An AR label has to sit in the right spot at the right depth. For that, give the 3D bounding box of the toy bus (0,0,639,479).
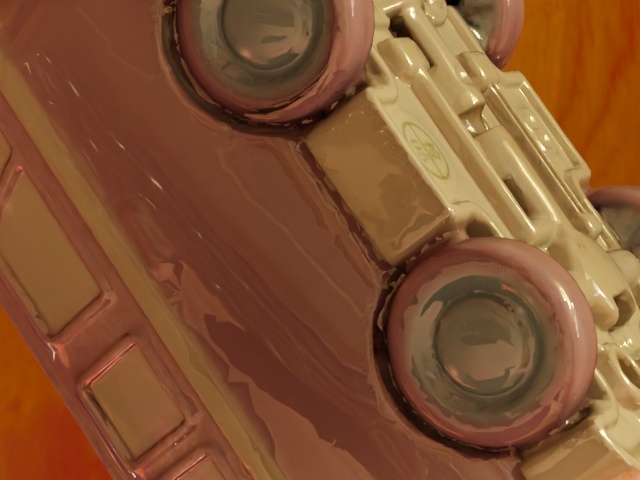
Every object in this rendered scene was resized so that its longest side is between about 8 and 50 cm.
[{"bbox_3d":[0.000,0.000,0.516,0.142,0.142,0.202,-38,81,25],"label":"toy bus"}]
